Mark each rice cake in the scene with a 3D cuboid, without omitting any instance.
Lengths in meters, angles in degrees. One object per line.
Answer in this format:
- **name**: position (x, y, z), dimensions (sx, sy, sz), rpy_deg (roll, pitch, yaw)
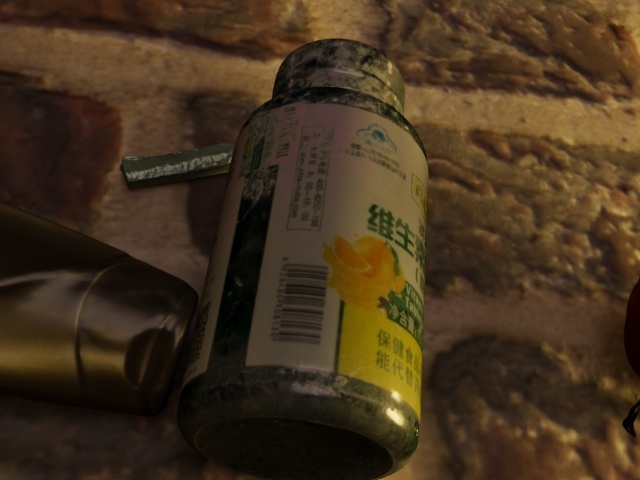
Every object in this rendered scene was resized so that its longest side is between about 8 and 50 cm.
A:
- **rice cake**: position (-0.095, -0.062, 0.604), dimensions (0.121, 0.021, 0.022), rpy_deg (-12, 72, -22)

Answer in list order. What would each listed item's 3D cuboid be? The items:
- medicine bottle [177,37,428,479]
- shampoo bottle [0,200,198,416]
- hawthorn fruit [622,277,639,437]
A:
- **medicine bottle**: position (0.000, 0.000, 0.517), dimensions (0.141, 0.141, 0.293), rpy_deg (11, 56, -7)
- **shampoo bottle**: position (-0.252, 0.018, 0.478), dimensions (0.350, 0.084, 0.125), rpy_deg (19, 49, -2)
- **hawthorn fruit**: position (0.289, 0.074, 0.547), dimensions (0.194, 0.157, 0.157), rpy_deg (-33, 70, -10)
